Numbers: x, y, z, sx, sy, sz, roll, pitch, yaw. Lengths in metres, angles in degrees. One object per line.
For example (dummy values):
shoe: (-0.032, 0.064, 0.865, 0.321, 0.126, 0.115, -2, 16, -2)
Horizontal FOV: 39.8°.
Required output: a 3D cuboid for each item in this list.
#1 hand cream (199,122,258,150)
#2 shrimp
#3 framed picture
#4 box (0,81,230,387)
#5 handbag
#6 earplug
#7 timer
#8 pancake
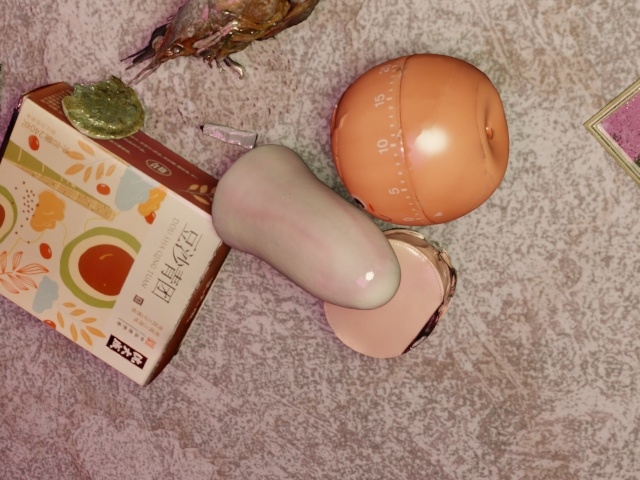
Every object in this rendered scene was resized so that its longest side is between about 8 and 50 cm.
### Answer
hand cream: (-0.143, -0.165, 1.377, 0.093, 0.019, 0.030, 16, 113, 4)
shrimp: (-0.145, -0.306, 1.260, 0.343, 0.145, 0.117, -24, 76, 20)
framed picture: (0.470, -0.135, 1.190, 0.183, 0.011, 0.142, 47, 117, -3)
box: (-0.356, -0.008, 1.447, 0.385, 0.122, 0.345, 32, 116, 3)
handbag: (0.107, 0.077, 1.333, 0.179, 0.116, 0.205, 35, 116, 2)
earplug: (0.000, 0.000, 1.219, 0.301, 0.172, 0.172, 35, 124, 42)
timer: (0.131, -0.132, 1.178, 0.214, 0.229, 0.230, -5, 109, 30)
pancake: (-0.329, -0.201, 1.357, 0.116, 0.129, 0.022, 55, 139, 13)
